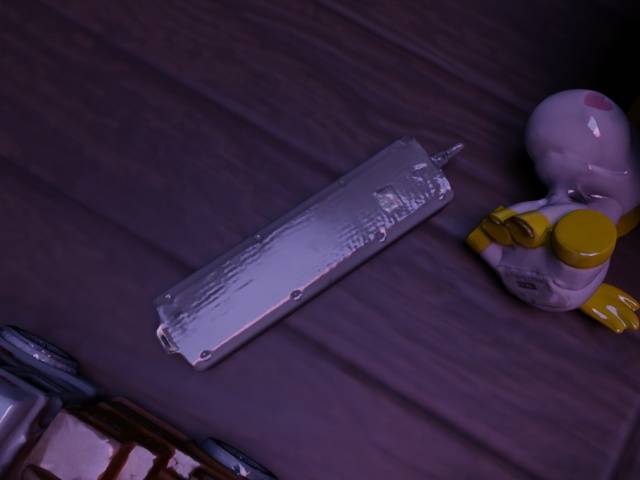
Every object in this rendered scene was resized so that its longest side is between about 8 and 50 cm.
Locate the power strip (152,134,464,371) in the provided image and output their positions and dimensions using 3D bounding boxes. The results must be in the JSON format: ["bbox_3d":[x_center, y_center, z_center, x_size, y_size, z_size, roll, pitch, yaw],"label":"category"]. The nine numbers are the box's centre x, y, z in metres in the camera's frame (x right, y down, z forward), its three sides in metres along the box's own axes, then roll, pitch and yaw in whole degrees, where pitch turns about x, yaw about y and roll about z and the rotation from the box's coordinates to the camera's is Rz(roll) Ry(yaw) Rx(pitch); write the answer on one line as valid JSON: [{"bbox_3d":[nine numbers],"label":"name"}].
[{"bbox_3d":[0.000,0.000,0.423,0.253,0.027,0.060,-34,79,-12],"label":"power strip"}]

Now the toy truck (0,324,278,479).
[{"bbox_3d":[-0.127,0.140,0.296,0.338,0.184,0.133,29,74,4],"label":"toy truck"}]

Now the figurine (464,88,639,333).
[{"bbox_3d":[0.184,-0.033,0.421,0.130,0.109,0.178,32,73,-22],"label":"figurine"}]
